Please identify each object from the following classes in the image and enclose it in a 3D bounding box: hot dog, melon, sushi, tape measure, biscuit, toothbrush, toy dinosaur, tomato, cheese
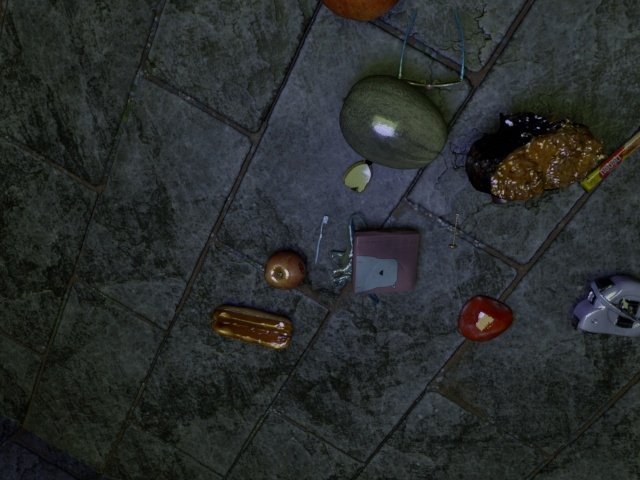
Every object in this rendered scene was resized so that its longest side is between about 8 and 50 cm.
[{"bbox_3d":[-0.271,0.325,1.812,0.338,0.100,0.135,10,103,8],"label":"hot dog"},{"bbox_3d":[0.211,-0.339,1.376,0.329,0.248,0.248,28,113,-1],"label":"melon"},{"bbox_3d":[0.581,-0.243,1.300,0.349,0.207,0.234,-22,112,-10],"label":"sushi"},{"bbox_3d":[0.943,0.207,1.477,0.236,0.120,0.197,8,109,6],"label":"tape measure"},{"bbox_3d":[0.885,-0.258,1.369,0.048,0.026,0.292,32,115,-21],"label":"biscuit"},{"bbox_3d":[0.000,0.000,1.674,0.019,0.013,0.193,13,112,-1],"label":"toothbrush"},{"bbox_3d":[0.107,0.088,1.651,0.147,0.076,0.362,-13,109,0],"label":"toy dinosaur"},{"bbox_3d":[0.564,0.287,1.611,0.166,0.082,0.174,28,111,1],"label":"tomato"},{"bbox_3d":[0.144,-0.238,1.541,0.086,0.036,0.162,35,113,2],"label":"cheese"}]

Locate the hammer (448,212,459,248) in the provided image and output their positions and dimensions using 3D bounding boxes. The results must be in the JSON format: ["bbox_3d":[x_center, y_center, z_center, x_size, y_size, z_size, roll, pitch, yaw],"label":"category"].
[{"bbox_3d":[0.448,-0.031,1.560,0.029,0.014,0.122,3,108,3],"label":"hammer"}]

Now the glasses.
[{"bbox_3d":[0.332,-0.555,1.383,0.190,0.088,0.220,6,91,12],"label":"glasses"}]

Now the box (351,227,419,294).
[{"bbox_3d":[0.211,0.064,1.574,0.215,0.086,0.215,-3,111,-9],"label":"box"}]

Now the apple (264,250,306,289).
[{"bbox_3d":[-0.130,0.109,1.680,0.147,0.131,0.146,5,106,16],"label":"apple"}]

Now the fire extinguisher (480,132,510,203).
[{"bbox_3d":[0.532,-0.223,1.426,0.071,0.099,0.231,4,118,53],"label":"fire extinguisher"}]

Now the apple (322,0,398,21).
[{"bbox_3d":[0.097,-0.751,1.223,0.278,0.250,0.309,-25,72,16],"label":"apple"}]
